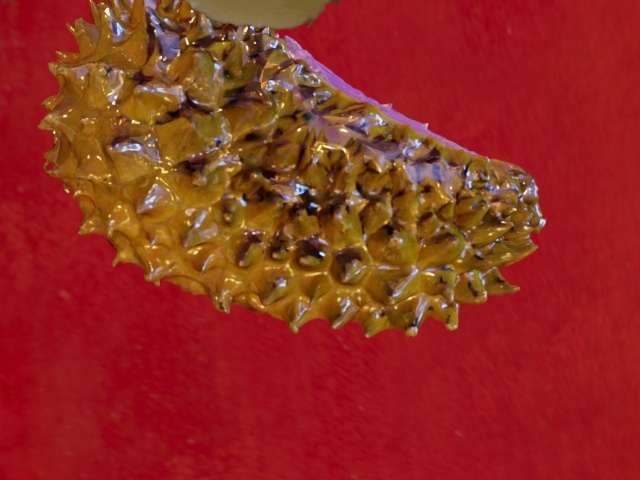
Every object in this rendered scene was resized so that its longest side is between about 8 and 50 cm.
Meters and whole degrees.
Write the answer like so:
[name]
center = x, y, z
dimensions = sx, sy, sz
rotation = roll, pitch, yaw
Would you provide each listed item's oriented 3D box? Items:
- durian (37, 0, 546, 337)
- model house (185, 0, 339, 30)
[durian]
center = -0.037, -0.053, 0.957
dimensions = 0.341, 0.112, 0.191
rotation = 35, 68, 13
[model house]
center = -0.016, -0.137, 0.652
dimensions = 0.066, 0.078, 0.083
rotation = 15, 57, -12
